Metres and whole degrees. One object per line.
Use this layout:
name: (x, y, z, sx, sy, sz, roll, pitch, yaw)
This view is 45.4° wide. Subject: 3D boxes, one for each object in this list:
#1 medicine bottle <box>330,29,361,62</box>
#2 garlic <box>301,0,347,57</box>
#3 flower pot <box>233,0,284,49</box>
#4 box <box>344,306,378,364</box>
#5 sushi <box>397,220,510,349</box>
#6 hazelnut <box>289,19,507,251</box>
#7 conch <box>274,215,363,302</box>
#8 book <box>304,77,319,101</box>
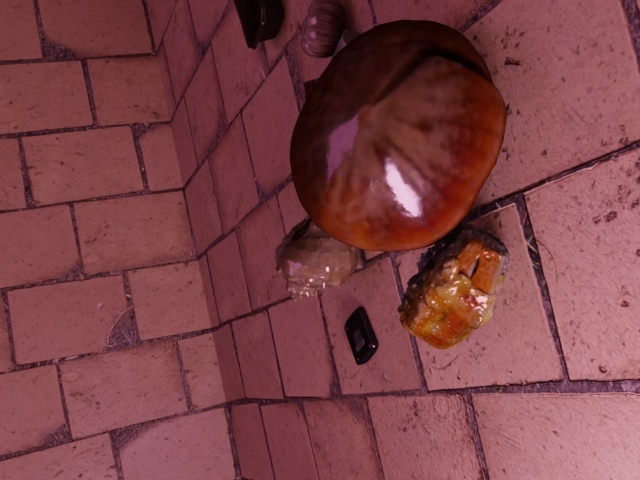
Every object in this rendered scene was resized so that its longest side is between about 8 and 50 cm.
medicine bottle: (0.063, -0.436, 1.773, 0.091, 0.058, 0.058, 122, 134, -58)
garlic: (0.012, -0.503, 1.809, 0.159, 0.102, 0.147, -82, 2, -46)
flower pot: (-0.175, -0.686, 2.201, 0.179, 0.084, 0.250, 126, 132, -60)
box: (0.102, 0.247, 1.981, 0.126, 0.027, 0.125, 117, 138, -53)
sushi: (0.236, 0.087, 1.376, 0.139, 0.184, 0.274, 33, 139, -3)
hazelnut: (0.133, -0.173, 1.315, 0.409, 0.359, 0.359, -64, 34, 14)
conch: (0.006, 0.007, 1.931, 0.186, 0.324, 0.263, 41, 175, -34)
book: (0.028, -0.251, 1.781, 0.374, 0.028, 0.262, -153, 53, -74)
